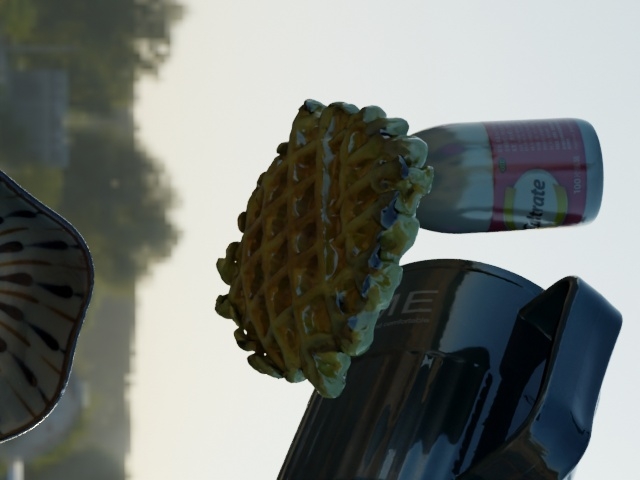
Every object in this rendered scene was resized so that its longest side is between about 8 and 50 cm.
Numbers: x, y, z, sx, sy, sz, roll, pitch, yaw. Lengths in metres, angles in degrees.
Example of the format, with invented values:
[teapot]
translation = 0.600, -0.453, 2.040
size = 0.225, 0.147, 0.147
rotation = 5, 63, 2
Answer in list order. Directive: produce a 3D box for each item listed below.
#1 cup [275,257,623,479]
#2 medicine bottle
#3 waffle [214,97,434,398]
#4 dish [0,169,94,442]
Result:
[cup]
translation = 0.116, 0.191, 1.634
size = 0.242, 0.308, 0.292
rotation = 66, 31, -27
[medicine bottle]
translation = 0.110, -0.049, 1.570
size = 0.090, 0.217, 0.090
rotation = 177, -90, -83
[waffle]
translation = 0.000, 0.000, 1.441
size = 0.208, 0.054, 0.214
rotation = 30, -85, 60
[dish]
translation = -0.219, 0.028, 1.067
size = 0.066, 0.191, 0.190
rotation = -125, -145, -63
